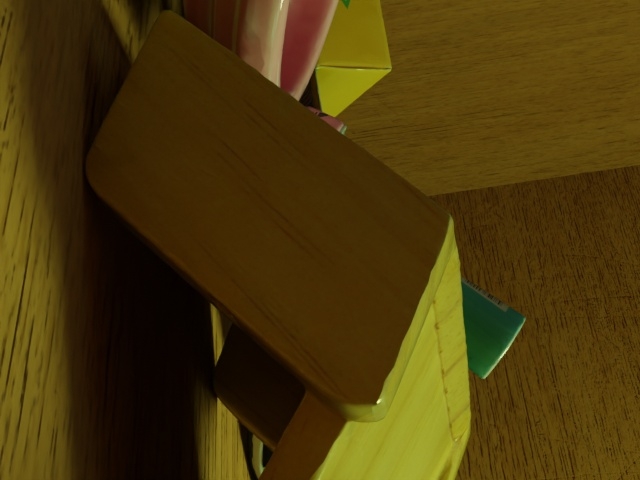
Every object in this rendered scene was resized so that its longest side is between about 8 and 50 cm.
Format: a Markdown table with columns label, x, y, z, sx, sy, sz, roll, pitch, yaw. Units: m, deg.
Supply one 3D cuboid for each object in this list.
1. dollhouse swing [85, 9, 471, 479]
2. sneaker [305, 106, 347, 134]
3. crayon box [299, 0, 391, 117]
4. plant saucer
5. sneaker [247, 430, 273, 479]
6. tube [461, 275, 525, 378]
| label | x | y | z | sx | sy | sz | roll | pitch | yaw |
| --- | --- | --- | --- | --- | --- | --- | --- | --- | --- |
| dollhouse swing | -0.068 | 0.123 | 0.732 | 0.315 | 0.305 | 0.347 | 38 | -15 | 24 |
| sneaker | -0.007 | 0.006 | 1.025 | 0.112 | 0.131 | 0.319 | -66 | 150 | -32 |
| crayon box | -0.029 | -0.226 | 1.111 | 0.203 | 0.083 | 0.323 | -32 | -117 | 60 |
| plant saucer | -0.022 | -0.255 | 0.837 | 0.332 | 0.084 | 0.332 | 15 | 90 | -86 |
| sneaker | 0.004 | 0.142 | 0.994 | 0.084 | 0.097 | 0.234 | -17 | 125 | -45 |
| tube | 0.046 | 0.016 | 0.817 | 0.052 | 0.207 | 0.080 | -50 | 170 | -24 |
